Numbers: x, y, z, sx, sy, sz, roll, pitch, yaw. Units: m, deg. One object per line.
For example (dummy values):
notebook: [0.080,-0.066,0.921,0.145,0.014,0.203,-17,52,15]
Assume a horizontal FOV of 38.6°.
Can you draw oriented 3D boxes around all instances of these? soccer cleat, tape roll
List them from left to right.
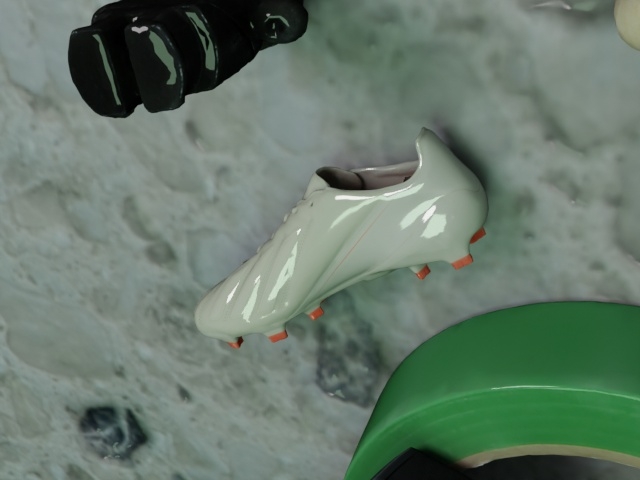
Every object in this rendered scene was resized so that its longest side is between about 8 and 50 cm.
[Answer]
soccer cleat: [0.000,0.000,0.515,0.196,0.068,0.076,-23,107,28]
tape roll: [0.173,0.185,0.560,0.321,0.077,0.321,12,127,16]

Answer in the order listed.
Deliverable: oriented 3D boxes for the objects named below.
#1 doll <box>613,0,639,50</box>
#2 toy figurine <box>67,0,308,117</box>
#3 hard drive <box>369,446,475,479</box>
doll: [0.122,-0.159,0.349,0.129,0.046,0.189,-3,122,27]
toy figurine: [-0.070,-0.180,0.365,0.213,0.148,0.209,37,125,-1]
hard drive: [0.066,0.234,0.559,0.172,0.054,0.254,26,131,6]
